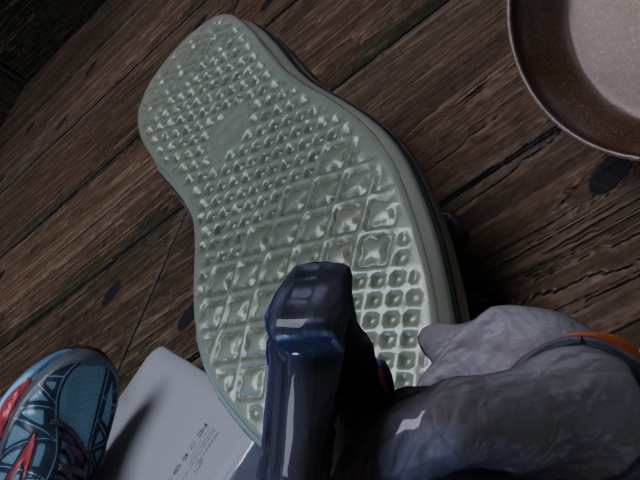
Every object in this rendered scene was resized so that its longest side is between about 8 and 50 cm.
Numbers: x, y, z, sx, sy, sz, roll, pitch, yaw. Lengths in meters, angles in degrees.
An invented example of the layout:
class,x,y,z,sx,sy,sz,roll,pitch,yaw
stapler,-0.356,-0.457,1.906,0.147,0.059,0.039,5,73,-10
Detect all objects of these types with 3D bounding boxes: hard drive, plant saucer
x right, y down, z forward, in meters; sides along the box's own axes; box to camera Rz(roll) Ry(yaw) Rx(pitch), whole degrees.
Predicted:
class,x,y,z,sx,sy,sz,roll,pitch,yaw
hard drive,-0.129,0.196,1.081,0.203,0.040,0.307,-56,20,-8
plant saucer,0.200,-0.139,0.788,0.198,0.036,0.199,-5,81,35

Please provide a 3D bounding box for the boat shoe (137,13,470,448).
class,x,y,z,sx,sy,sz,roll,pitch,yaw
boat shoe,0.000,0.000,0.969,0.187,0.156,0.500,-45,33,9

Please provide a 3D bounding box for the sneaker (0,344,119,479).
class,x,y,z,sx,sy,sz,roll,pitch,yaw
sneaker,-0.206,0.205,1.075,0.125,0.104,0.262,0,61,48

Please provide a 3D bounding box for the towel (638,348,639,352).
class,x,y,z,sx,sy,sz,roll,pitch,yaw
towel,0.279,-0.007,0.442,0.374,0.090,0.320,-48,21,13

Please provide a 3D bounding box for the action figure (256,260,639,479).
class,x,y,z,sx,sy,sz,roll,pitch,yaw
action figure,0.087,0.170,0.467,0.178,0.341,0.330,-9,51,4
